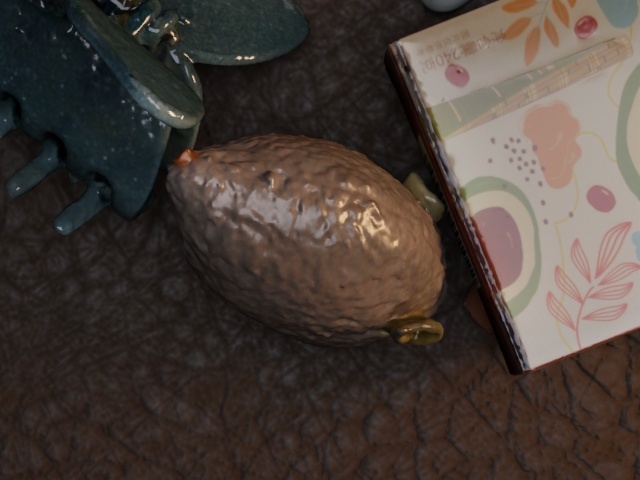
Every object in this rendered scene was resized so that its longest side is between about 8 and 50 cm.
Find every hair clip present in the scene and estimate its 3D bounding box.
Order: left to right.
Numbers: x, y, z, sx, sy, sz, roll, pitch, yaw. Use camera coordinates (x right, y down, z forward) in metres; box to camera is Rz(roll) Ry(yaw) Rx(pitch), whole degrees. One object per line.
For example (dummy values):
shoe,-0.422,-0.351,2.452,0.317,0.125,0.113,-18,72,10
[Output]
hair clip,-0.241,-0.181,1.685,0.318,0.392,0.238,40,117,-1

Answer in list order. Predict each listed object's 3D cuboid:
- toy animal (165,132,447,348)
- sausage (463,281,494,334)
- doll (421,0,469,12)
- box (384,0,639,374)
toy animal,-0.004,-0.002,1.649,0.226,0.358,0.188,-6,66,37
sausage,0.234,-0.043,1.778,0.078,0.078,0.304,26,89,0
doll,0.211,-0.365,1.746,0.237,0.111,0.252,-11,125,-11
box,0.302,-0.096,1.680,0.385,0.122,0.345,-22,85,1
